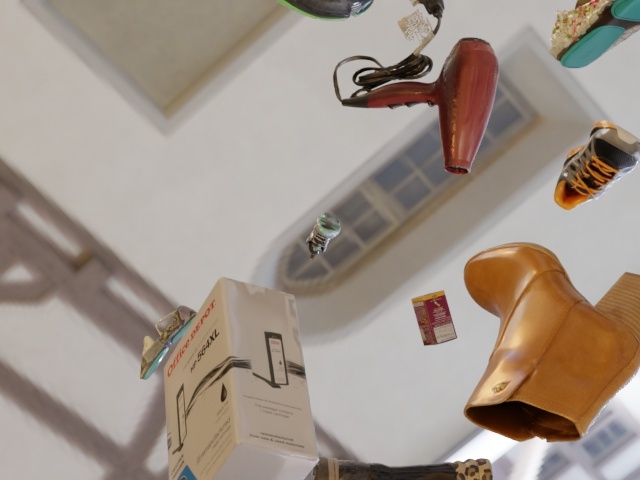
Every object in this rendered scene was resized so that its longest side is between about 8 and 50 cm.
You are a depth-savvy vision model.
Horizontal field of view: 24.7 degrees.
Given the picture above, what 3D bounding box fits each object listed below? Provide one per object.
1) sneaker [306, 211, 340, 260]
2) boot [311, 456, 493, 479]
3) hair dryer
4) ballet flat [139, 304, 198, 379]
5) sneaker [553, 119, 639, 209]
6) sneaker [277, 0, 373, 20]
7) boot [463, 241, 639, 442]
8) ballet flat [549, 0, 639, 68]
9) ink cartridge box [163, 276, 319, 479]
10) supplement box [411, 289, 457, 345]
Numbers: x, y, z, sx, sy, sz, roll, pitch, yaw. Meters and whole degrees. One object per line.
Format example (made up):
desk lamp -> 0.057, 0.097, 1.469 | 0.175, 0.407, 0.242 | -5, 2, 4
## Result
sneaker -> 0.000, 0.000, 2.154 | 0.038, 0.069, 0.098 | 30, -169, 3
boot -> 0.131, 0.488, 2.299 | 0.138, 0.284, 0.377 | -98, 4, -61
hair dryer -> 0.155, -0.207, 2.070 | 0.080, 0.223, 0.293 | 20, -147, -45
ballet flat -> -0.209, 0.131, 1.927 | 0.041, 0.114, 0.041 | 38, 169, 9
sneaker -> 0.391, -0.101, 2.059 | 0.084, 0.083, 0.215 | 33, 161, 1
sneaker -> -0.038, -0.485, 1.765 | 0.202, 0.185, 0.483 | 10, 128, 52
boot -> 0.207, 0.109, 1.543 | 0.295, 0.211, 0.104 | 8, 135, 51
ballet flat -> 0.342, -0.275, 1.656 | 0.091, 0.241, 0.077 | 9, -113, -33
ink cartridge box -> -0.080, 0.159, 1.370 | 0.086, 0.148, 0.203 | 16, -141, -24
supplement box -> 0.187, 0.128, 2.402 | 0.055, 0.043, 0.083 | 162, 94, -71
